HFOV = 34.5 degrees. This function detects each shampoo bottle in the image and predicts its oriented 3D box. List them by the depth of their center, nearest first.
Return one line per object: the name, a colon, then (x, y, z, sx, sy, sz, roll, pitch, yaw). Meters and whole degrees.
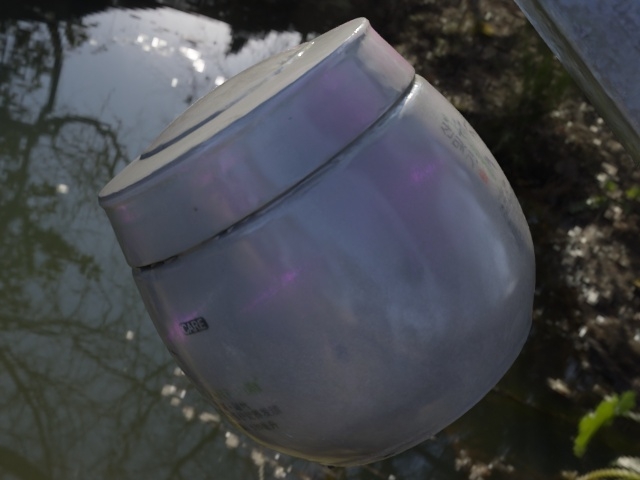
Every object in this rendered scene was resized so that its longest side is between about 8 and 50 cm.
shampoo bottle: (0.000, 0.000, 0.750, 0.266, 0.273, 0.273, 54, 29, -13)

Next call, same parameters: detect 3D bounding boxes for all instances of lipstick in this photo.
lipstick: (0.174, -0.088, 0.538, 0.317, 0.066, 0.068, 53, 7, -2)
